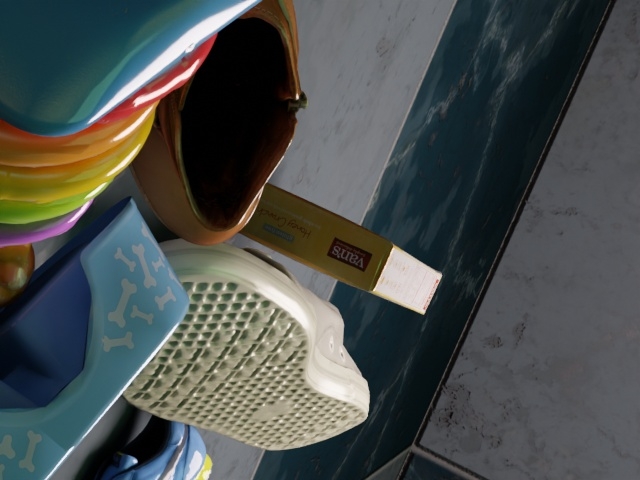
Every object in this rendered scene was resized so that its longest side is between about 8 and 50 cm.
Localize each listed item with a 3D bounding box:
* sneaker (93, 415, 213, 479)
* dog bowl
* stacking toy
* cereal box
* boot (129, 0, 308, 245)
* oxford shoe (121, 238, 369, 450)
[{"bbox_3d":[-0.178,0.226,1.270,0.209,0.069,0.082,-49,131,-24],"label":"sneaker"},{"bbox_3d":[-0.180,0.094,0.851,0.166,0.074,0.297,-31,-164,47],"label":"dog bowl"},{"bbox_3d":[-0.151,-0.059,0.753,0.175,0.166,0.302,-43,166,-37],"label":"stacking toy"},{"bbox_3d":[0.000,0.000,1.268,0.047,0.173,0.240,-65,166,0],"label":"cereal box"},{"bbox_3d":[-0.057,-0.067,0.888,0.220,0.109,0.283,-108,-157,-52],"label":"boot"},{"bbox_3d":[-0.072,0.071,1.260,0.449,0.169,0.130,45,27,-66],"label":"oxford shoe"}]
